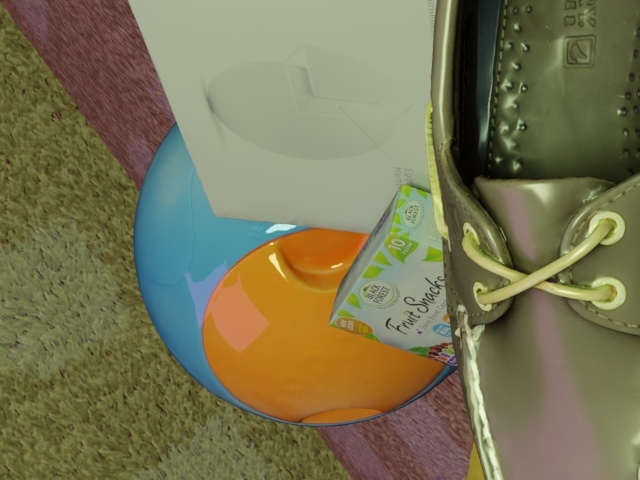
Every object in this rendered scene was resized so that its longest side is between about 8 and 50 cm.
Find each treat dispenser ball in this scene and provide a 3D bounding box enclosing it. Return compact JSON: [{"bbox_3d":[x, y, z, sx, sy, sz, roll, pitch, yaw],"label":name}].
[{"bbox_3d":[0.000,0.000,0.923,0.288,0.288,0.288,48,164,18],"label":"treat dispenser ball"}]

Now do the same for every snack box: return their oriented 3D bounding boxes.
[{"bbox_3d":[0.071,0.027,0.702,0.100,0.037,0.141,20,152,-4],"label":"snack box"}]

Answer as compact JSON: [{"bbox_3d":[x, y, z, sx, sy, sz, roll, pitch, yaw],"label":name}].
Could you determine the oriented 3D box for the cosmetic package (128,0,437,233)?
[{"bbox_3d":[0.038,-0.116,0.660,0.225,0.138,0.224,9,147,17],"label":"cosmetic package"}]

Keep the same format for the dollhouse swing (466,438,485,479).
[{"bbox_3d":[0.222,0.184,0.580,0.315,0.346,0.305,33,141,-22],"label":"dollhouse swing"}]

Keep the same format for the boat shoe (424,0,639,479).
[{"bbox_3d":[0.092,-0.023,0.447,0.117,0.097,0.324,1,89,33],"label":"boat shoe"}]
